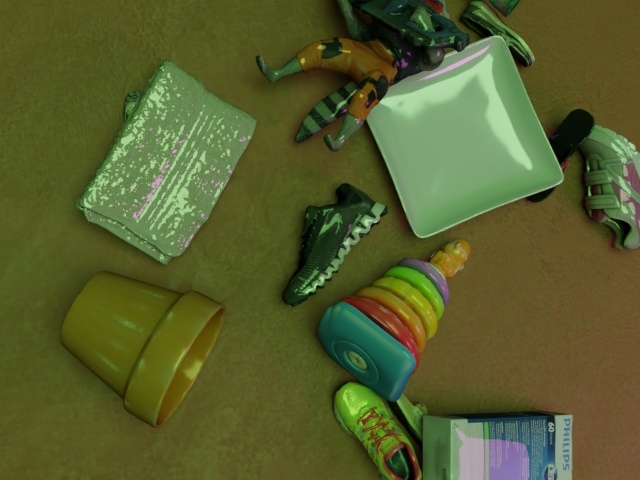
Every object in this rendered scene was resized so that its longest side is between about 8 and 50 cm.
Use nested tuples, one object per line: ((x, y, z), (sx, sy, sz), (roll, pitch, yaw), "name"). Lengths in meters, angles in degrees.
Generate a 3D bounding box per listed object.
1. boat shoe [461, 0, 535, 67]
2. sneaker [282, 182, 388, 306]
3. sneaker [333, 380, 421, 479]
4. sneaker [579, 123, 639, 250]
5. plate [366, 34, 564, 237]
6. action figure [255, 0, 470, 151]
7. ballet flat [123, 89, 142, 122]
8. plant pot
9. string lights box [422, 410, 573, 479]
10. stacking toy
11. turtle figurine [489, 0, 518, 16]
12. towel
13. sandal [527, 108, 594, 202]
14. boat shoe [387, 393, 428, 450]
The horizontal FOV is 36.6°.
((0.305, -0.350, 1.675), (0.152, 0.056, 0.049), (44, 82, 3), "boat shoe")
((0.000, 0.000, 1.563), (0.106, 0.078, 0.234), (43, 74, -5), "sneaker")
((0.100, 0.313, 1.552), (0.081, 0.094, 0.208), (-38, 94, -12), "sneaker")
((0.509, -0.088, 1.677), (0.111, 0.103, 0.252), (-35, 90, -10), "sneaker")
((0.231, -0.173, 1.626), (0.278, 0.045, 0.277), (-22, 85, -8), "plate")
((0.062, -0.316, 1.565), (0.330, 0.178, 0.341), (-33, 56, -16), "action figure")
((-0.290, -0.183, 1.521), (0.041, 0.041, 0.114), (4, 85, -13), "ballet flat")
((-0.271, 0.143, 1.434), (0.188, 0.205, 0.205), (28, 80, 6), "plant pot")
((0.292, 0.349, 1.569), (0.259, 0.076, 0.133), (5, 84, -31), "string lights box")
((0.148, 0.093, 1.562), (0.165, 0.175, 0.302), (38, 62, 14), "stacking toy")
((0.251, -0.485, 1.635), (0.234, 0.118, 0.175), (36, 79, 2), "turtle figurine")
((-0.236, -0.119, 1.503), (0.187, 0.049, 0.282), (33, 79, -26), "towel")
((0.400, -0.147, 1.654), (0.067, 0.040, 0.179), (36, 105, 16), "sandal")
((0.156, 0.290, 1.594), (0.045, 0.050, 0.135), (-38, 105, -17), "boat shoe")
